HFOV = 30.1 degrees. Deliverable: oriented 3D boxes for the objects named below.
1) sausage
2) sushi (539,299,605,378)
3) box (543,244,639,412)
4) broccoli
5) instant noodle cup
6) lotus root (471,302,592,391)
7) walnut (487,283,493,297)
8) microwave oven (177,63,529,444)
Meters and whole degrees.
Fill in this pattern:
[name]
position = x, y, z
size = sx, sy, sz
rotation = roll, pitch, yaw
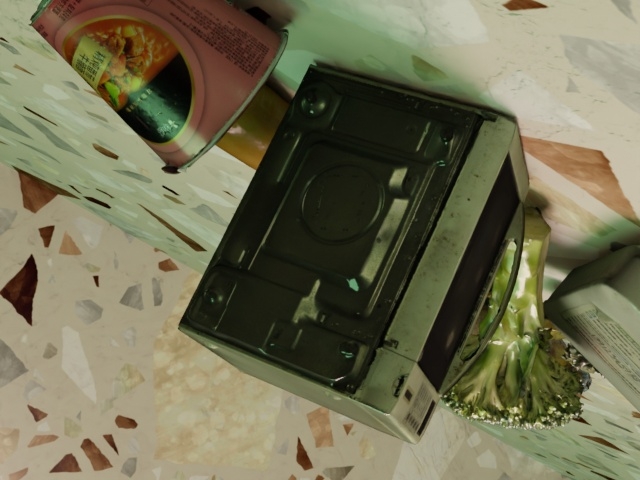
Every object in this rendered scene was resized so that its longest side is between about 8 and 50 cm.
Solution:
[sausage]
position = -0.078, -0.157, 1.775
size = 0.134, 0.116, 0.354
rotation = 3, 160, 38
[sushi]
position = 0.496, 0.188, 2.020
size = 0.291, 0.131, 0.139
rotation = 17, 166, 3
[box]
position = 0.523, 0.187, 1.730
size = 0.396, 0.111, 0.396
rotation = 45, 172, 2
[broccoli]
position = 0.288, 0.128, 1.751
size = 0.221, 0.252, 0.361
rotation = 7, 148, 13
[instant noodle cup]
position = -0.204, -0.244, 1.444
size = 0.255, 0.244, 0.244
rotation = 39, 164, -18
[lotus root]
position = 0.380, 0.208, 2.331
size = 0.322, 0.140, 0.158
rotation = 15, 141, 19
[walnut]
position = 0.204, 0.055, 1.988
size = 0.238, 0.141, 0.204
rotation = -13, 176, -6
[microwave oven]
position = 0.058, 0.014, 1.525
size = 0.333, 0.394, 0.247
rotation = 19, 167, 26
